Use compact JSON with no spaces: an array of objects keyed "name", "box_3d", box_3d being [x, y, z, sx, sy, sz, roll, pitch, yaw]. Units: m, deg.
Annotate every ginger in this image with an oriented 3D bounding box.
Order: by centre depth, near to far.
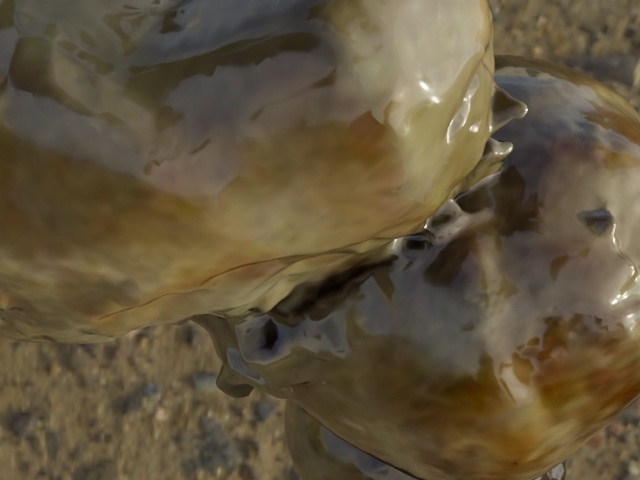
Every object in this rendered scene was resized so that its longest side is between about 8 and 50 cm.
[{"name":"ginger","box_3d":[0.000,0.000,0.496,0.304,0.244,0.155,38,51,-26]}]
